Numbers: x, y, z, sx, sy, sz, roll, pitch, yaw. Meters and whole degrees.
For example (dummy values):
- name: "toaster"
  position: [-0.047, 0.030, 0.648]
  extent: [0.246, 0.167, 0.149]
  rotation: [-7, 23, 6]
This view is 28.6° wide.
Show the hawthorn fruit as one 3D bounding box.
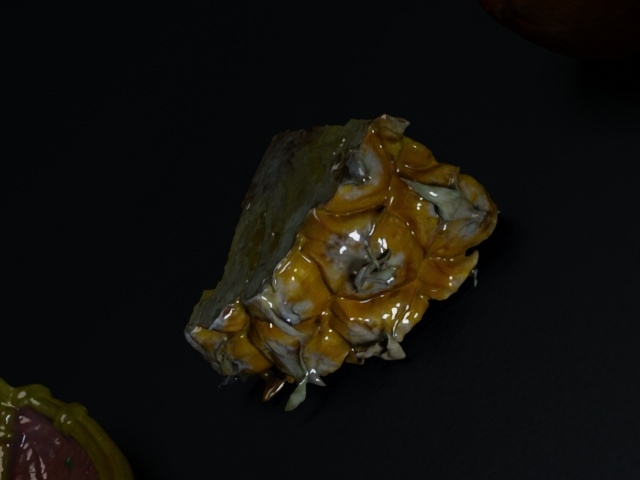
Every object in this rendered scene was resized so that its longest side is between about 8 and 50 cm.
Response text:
- name: "hawthorn fruit"
  position: [0.162, -0.195, 0.778]
  extent: [0.200, 0.179, 0.179]
  rotation: [-13, 42, 60]

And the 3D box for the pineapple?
- name: "pineapple"
  position: [0.000, 0.000, 0.821]
  extent: [0.236, 0.114, 0.186]
  rotation: [-34, 31, 30]

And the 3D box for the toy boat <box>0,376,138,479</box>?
- name: "toy boat"
  position: [-0.177, 0.200, 0.826]
  extent: [0.141, 0.099, 0.318]
  rotation: [-43, 29, 5]
